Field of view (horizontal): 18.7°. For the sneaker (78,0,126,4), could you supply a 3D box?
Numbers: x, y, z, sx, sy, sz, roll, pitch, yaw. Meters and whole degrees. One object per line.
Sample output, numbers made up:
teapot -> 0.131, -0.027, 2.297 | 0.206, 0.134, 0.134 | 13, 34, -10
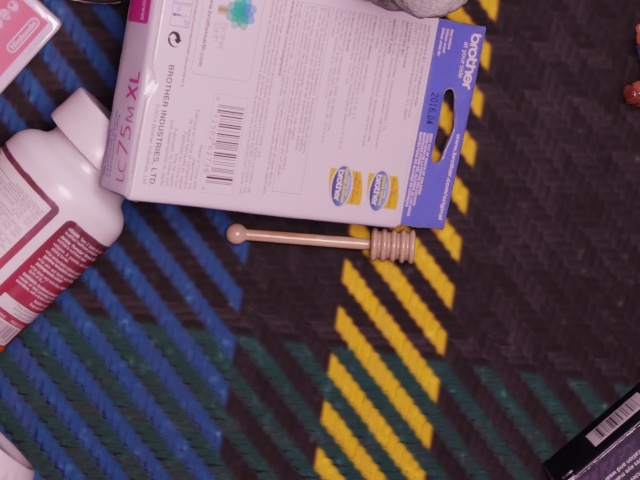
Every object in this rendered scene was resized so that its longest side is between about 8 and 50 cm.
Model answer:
sneaker -> -0.254, -0.282, 1.558 | 0.271, 0.108, 0.100 | 36, 92, -8

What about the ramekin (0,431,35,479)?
ramekin -> -0.327, 0.172, 1.566 | 0.207, 0.207, 0.109 | 42, 83, -8

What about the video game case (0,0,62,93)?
video game case -> -0.386, -0.201, 1.600 | 0.285, 0.025, 0.204 | 42, 93, -7

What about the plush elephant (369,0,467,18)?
plush elephant -> 0.083, -0.322, 1.511 | 0.255, 0.330, 0.271 | -16, 102, -29

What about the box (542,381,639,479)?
box -> 0.302, 0.210, 1.661 | 0.156, 0.093, 0.158 | -40, 97, 2

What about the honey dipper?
honey dipper -> 0.000, 0.000, 1.650 | 0.161, 0.030, 0.030 | 4, 97, 0

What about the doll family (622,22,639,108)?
doll family -> 0.334, -0.117, 1.636 | 0.111, 0.076, 0.193 | -45, 93, 7

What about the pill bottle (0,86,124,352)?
pill bottle -> -0.239, -0.013, 1.584 | 0.221, 0.121, 0.121 | -44, 98, 2

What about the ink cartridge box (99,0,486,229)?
ink cartridge box -> -0.018, -0.112, 1.573 | 0.311, 0.065, 0.185 | 6, 98, -31
